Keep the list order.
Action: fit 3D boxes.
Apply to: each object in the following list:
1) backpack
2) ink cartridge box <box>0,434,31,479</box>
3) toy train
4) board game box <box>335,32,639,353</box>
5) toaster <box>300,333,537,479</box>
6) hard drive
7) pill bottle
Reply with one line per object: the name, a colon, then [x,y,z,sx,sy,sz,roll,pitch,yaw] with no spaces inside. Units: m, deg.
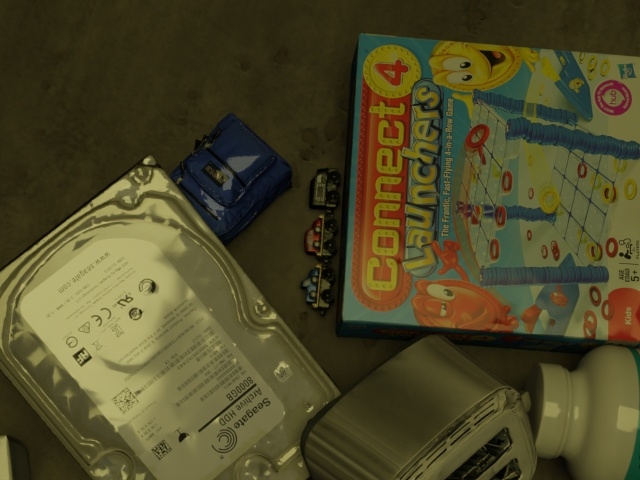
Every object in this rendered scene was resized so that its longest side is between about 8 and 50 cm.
backpack: [-0.102,-0.060,1.169,0.098,0.101,0.120,43,83,13]
ink cartridge box: [-0.379,0.275,1.072,0.212,0.093,0.154,-7,76,-7]
toy train: [0.000,0.000,1.197,0.036,0.027,0.158,3,76,1]
board game box: [0.176,-0.047,1.189,0.302,0.086,0.308,4,76,-3]
toaster: [0.089,0.196,1.059,0.227,0.146,0.129,-34,124,-23]
hard drive: [-0.149,0.121,1.095,0.237,0.064,0.339,-39,98,-11]
pill bottle: [0.333,0.182,1.113,0.264,0.146,0.146,8,76,-1]
